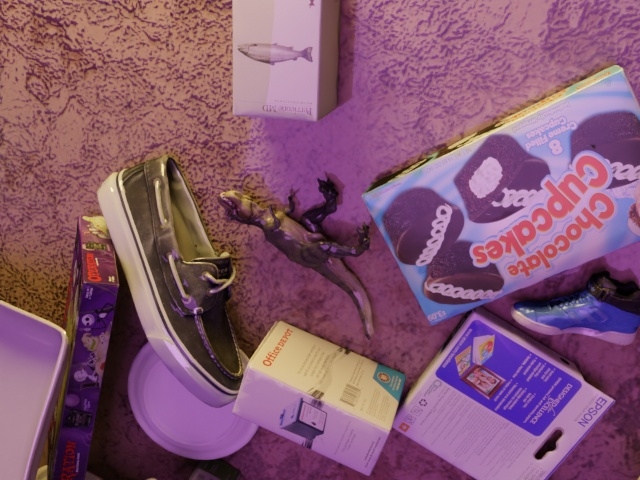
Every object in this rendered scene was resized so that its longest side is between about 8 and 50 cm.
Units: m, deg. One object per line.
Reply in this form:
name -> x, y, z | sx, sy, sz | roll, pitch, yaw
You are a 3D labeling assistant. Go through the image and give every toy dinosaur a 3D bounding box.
toy dinosaur -> 0.000, 0.000, 0.996 | 0.268, 0.064, 0.118 | 41, 118, -4

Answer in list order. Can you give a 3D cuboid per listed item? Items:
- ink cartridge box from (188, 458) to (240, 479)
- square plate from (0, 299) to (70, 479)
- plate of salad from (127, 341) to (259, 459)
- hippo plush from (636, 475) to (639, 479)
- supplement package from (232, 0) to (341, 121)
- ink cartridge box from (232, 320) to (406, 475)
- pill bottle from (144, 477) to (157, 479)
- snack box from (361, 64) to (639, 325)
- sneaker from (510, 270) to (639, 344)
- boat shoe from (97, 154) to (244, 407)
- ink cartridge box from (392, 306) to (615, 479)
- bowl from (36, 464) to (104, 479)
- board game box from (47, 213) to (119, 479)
ink cartridge box -> -0.200, 0.429, 1.153 | 0.062, 0.109, 0.209 | 29, 112, 3
square plate -> -0.462, 0.228, 1.016 | 0.344, 0.049, 0.347 | 18, 94, 33
plate of salad -> -0.174, 0.215, 1.109 | 0.199, 0.048, 0.200 | 3, 105, 10
hippo plush -> 0.463, 0.411, 0.968 | 0.294, 0.234, 0.237 | -1, 135, -29
supplement package -> -0.037, -0.235, 0.902 | 0.105, 0.105, 0.179 | 5, 109, 11
ink cartridge box -> 0.002, 0.197, 1.013 | 0.190, 0.139, 0.082 | 22, 113, 7
pill bottle -> -0.202, 0.418, 1.030 | 0.112, 0.112, 0.187 | -36, 97, 21
snack box -> 0.233, -0.046, 0.921 | 0.322, 0.060, 0.187 | -26, 100, 20
sneaker -> 0.310, 0.071, 0.940 | 0.152, 0.058, 0.085 | 10, 115, 6
boat shoe -> -0.169, 0.048, 1.000 | 0.119, 0.121, 0.335 | -27, 89, 18
ink cartridge box -> 0.229, 0.215, 1.014 | 0.208, 0.045, 0.206 | 32, 113, 2
bowl -> -0.370, 0.412, 1.108 | 0.297, 0.298, 0.134 | 30, 97, 3
board game box -> -0.323, 0.163, 1.051 | 0.056, 0.208, 0.347 | 8, 111, -17
